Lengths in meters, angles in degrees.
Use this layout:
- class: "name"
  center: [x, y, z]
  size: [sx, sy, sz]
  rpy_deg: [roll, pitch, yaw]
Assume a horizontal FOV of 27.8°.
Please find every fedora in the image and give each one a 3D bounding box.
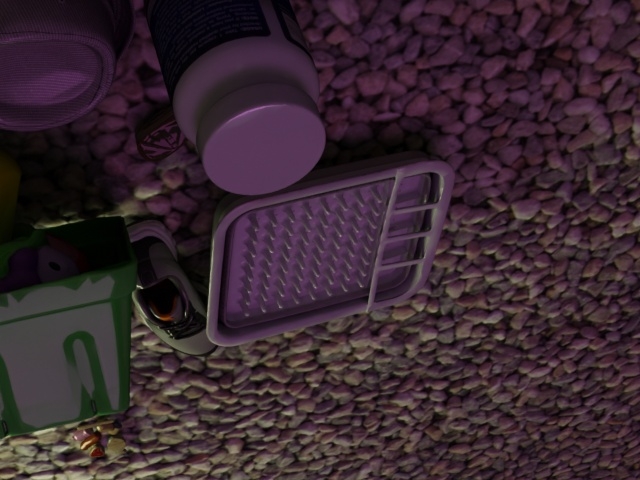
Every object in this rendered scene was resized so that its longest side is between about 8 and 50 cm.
- class: "fedora"
  center: [-0.321, -0.199, 1.328]
  size: [0.276, 0.124, 0.243]
  rpy_deg: [6, 134, -28]

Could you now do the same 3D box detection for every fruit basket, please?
- class: "fruit basket"
  center: [-0.355, 0.005, 1.440]
  size: [0.283, 0.392, 0.392]
  rpy_deg: [-12, 140, -9]

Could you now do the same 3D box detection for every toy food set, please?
- class: "toy food set"
  center: [-0.340, 0.299, 1.978]
  size: [0.078, 0.019, 0.122]
  rpy_deg: [-11, 148, -10]

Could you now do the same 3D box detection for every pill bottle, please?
- class: "pill bottle"
  center: [-0.087, -0.181, 1.333]
  size: [0.153, 0.264, 0.153]
  rpy_deg: [-11, 140, -10]

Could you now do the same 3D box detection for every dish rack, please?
- class: "dish rack"
  center: [0.000, 0.000, 1.704]
  size: [0.333, 0.072, 0.285]
  rpy_deg: [-14, 142, -21]

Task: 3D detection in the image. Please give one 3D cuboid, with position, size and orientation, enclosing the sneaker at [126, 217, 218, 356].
- class: "sneaker"
  center: [-0.201, 0.088, 1.723]
  size: [0.100, 0.108, 0.271]
  rpy_deg: [-24, 142, 2]

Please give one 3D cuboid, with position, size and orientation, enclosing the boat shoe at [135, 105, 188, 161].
- class: "boat shoe"
  center: [-0.151, -0.150, 1.525]
  size: [0.153, 0.048, 0.056]
  rpy_deg: [-34, 127, 6]
